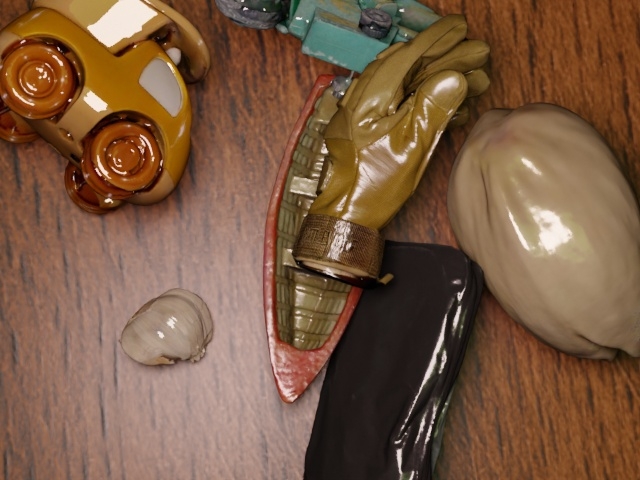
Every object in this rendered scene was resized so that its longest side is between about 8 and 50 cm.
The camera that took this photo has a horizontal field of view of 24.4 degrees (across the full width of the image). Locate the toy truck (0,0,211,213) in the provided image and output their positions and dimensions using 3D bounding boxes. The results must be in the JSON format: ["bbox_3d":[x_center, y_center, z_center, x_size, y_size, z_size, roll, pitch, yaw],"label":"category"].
[{"bbox_3d":[-0.257,-0.175,1.685,0.288,0.204,0.212,40,73,-10],"label":"toy truck"}]

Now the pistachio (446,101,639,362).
[{"bbox_3d":[0.270,-0.004,1.682,0.207,0.226,0.332,-31,85,21],"label":"pistachio"}]

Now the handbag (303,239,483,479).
[{"bbox_3d":[0.079,0.165,1.679,0.075,0.191,0.332,21,80,-40],"label":"handbag"}]

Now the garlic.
[{"bbox_3d":[-0.177,0.103,1.723,0.094,0.074,0.113,40,67,14],"label":"garlic"}]

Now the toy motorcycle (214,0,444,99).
[{"bbox_3d":[0.018,-0.265,1.746,0.296,0.198,0.109,19,125,-11],"label":"toy motorcycle"}]

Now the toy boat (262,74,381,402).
[{"bbox_3d":[0.000,0.000,1.739,0.136,0.079,0.392,12,81,-2],"label":"toy boat"}]

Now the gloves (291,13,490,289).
[{"bbox_3d":[0.073,-0.108,1.650,0.141,0.154,0.331,25,88,14],"label":"gloves"}]
